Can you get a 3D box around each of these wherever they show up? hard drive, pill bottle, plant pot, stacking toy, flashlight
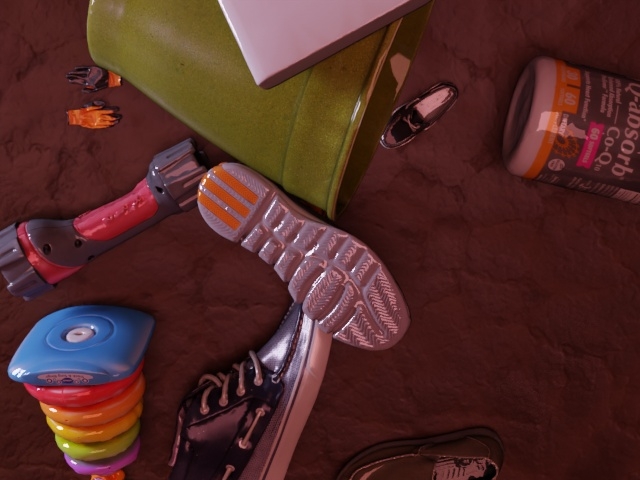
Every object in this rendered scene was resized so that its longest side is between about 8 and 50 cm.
[{"bbox_3d":[-0.037,-0.340,1.246,0.203,0.040,0.307,-27,79,11],"label":"hard drive"},{"bbox_3d":[0.388,-0.133,1.540,0.278,0.162,0.162,12,101,-4],"label":"pill bottle"},{"bbox_3d":[-0.074,-0.258,1.428,0.353,0.366,0.366,22,101,6],"label":"plant pot"},{"bbox_3d":[-0.303,0.254,1.621,0.175,0.166,0.302,-1,117,8],"label":"stacking toy"},{"bbox_3d":[-0.285,-0.033,1.569,0.304,0.103,0.103,-30,99,6],"label":"flashlight"}]

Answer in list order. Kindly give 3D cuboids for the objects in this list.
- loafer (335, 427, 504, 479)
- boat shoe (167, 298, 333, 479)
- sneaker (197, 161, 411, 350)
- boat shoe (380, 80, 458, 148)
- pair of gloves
[{"bbox_3d":[0.139,0.328,1.666,0.251,0.087,0.094,-19,102,2],"label":"loafer"},{"bbox_3d":[-0.098,0.204,1.609,0.158,0.127,0.341,16,102,-13],"label":"boat shoe"},{"bbox_3d":[0.000,0.000,1.530,0.321,0.180,0.124,43,108,4],"label":"sneaker"},{"bbox_3d":[0.132,-0.166,1.586,0.125,0.038,0.046,-35,101,5],"label":"boat shoe"},{"bbox_3d":[-0.301,-0.190,1.580,0.074,0.010,0.083,2,101,-2],"label":"pair of gloves"}]
